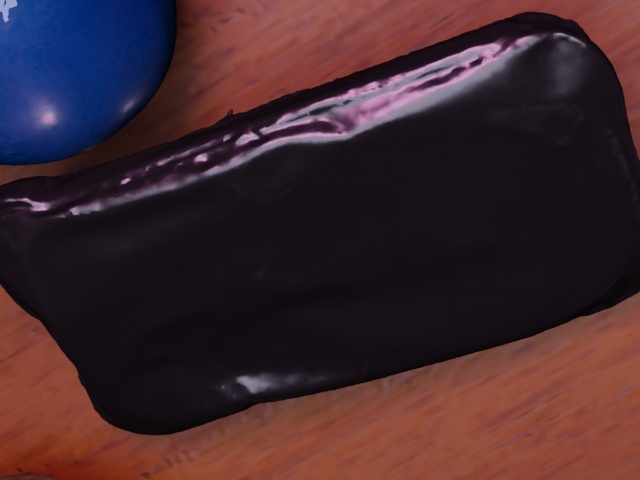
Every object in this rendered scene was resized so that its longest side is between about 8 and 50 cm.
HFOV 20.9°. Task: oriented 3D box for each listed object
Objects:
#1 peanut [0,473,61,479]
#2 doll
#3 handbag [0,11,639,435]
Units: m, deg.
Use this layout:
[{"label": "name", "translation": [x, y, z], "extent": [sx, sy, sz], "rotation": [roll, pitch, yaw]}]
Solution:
[{"label": "peanut", "translation": [-0.200, 0.197, 0.950], "extent": [0.256, 0.123, 0.123], "rotation": [-14, 101, 14]}, {"label": "doll", "translation": [-0.190, -0.102, 0.873], "extent": [0.257, 0.161, 0.215], "rotation": [-12, 115, 26]}, {"label": "handbag", "translation": [-0.003, 0.001, 0.868], "extent": [0.332, 0.075, 0.191], "rotation": [-16, 136, 11]}]
